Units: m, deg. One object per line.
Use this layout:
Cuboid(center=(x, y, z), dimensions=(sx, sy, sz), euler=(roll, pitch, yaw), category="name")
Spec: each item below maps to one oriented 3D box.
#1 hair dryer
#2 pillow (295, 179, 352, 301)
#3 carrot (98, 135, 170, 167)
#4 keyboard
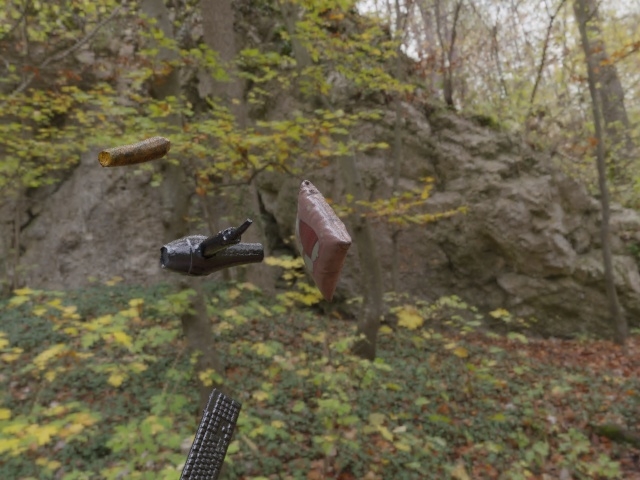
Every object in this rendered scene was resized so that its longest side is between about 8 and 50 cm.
Cuboid(center=(-0.183, 0.013, 1.323), dimensions=(0.235, 0.091, 0.271), euler=(-2, -11, -32), category="hair dryer")
Cuboid(center=(0.000, 0.000, 1.536), dimensions=(0.084, 0.223, 0.236), euler=(-15, -34, -19), category="pillow")
Cuboid(center=(-0.319, -0.153, 1.114), dimensions=(0.042, 0.042, 0.170), euler=(-15, 8, 27), category="carrot")
Cuboid(center=(-0.271, 0.508, 1.522), dimensions=(0.101, 0.310, 0.018), euler=(38, -41, -25), category="keyboard")
